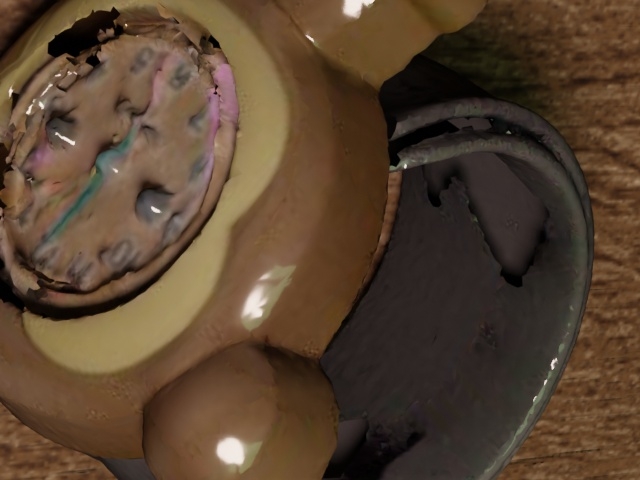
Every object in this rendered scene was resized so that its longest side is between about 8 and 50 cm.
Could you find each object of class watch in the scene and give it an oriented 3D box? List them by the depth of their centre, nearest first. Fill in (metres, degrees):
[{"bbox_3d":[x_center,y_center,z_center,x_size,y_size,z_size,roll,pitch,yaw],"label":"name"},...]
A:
[{"bbox_3d":[0.000,0.000,0.985,0.327,0.314,0.335,31,90,-50],"label":"watch"}]
